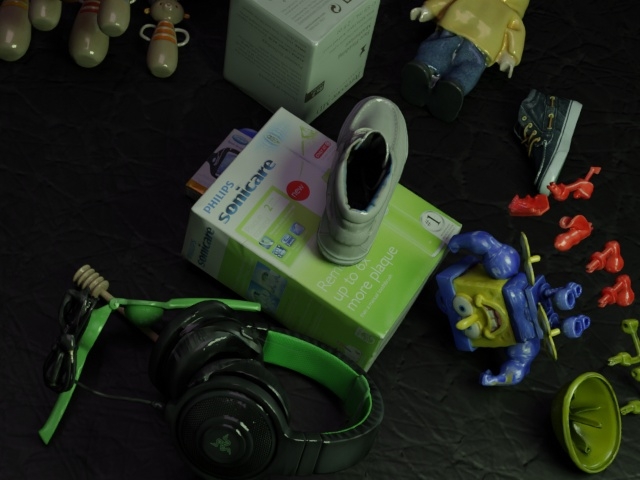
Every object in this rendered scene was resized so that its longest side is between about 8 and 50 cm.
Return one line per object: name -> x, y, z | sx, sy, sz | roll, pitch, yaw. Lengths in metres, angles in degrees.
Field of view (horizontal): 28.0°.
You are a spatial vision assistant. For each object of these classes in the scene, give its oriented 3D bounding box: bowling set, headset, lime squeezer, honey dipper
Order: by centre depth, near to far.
headset -> -0.110, 0.146, 1.442 | 0.394, 0.185, 0.243 | 6, 26, -23
lime squeezer -> -0.224, 0.113, 1.544 | 0.310, 0.059, 0.110 | -31, 73, -20
honey dipper -> -0.241, 0.089, 1.598 | 0.160, 0.030, 0.030 | 38, 59, 15
bowling set -> -0.318, -0.348, 1.777 | 0.287, 0.200, 0.154 | 7, 62, -8

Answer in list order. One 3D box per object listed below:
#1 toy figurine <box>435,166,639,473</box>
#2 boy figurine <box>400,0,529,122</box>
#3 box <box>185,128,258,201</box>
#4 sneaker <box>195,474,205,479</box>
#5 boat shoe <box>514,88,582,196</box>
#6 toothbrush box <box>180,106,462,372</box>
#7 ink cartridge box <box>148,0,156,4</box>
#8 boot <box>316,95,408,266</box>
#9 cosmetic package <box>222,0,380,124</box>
toy figurine -> 0.249, 0.093, 1.594 | 0.217, 0.363, 0.191 | 1, 28, 43
boy figurine -> 0.220, -0.308, 1.893 | 0.177, 0.092, 0.285 | 28, 56, 11
box -> -0.113, -0.093, 1.740 | 0.081, 0.028, 0.136 | 30, 55, 11
sneaker -> -0.099, 0.332, 1.423 | 0.097, 0.084, 0.235 | 8, 56, -4
boat shoe -> 0.308, -0.139, 1.812 | 0.083, 0.065, 0.183 | 19, 49, 6
toothbrush box -> 0.000, 0.000, 1.623 | 0.283, 0.122, 0.206 | 34, 58, 9
ink cartridge box -> -0.143, -0.502, 1.946 | 0.307, 0.129, 0.223 | -15, 59, -17
boot -> 0.064, -0.099, 1.552 | 0.095, 0.123, 0.258 | 16, 56, -4
cosmetic package -> -0.029, -0.287, 1.785 | 0.151, 0.184, 0.151 | 37, 59, 17
